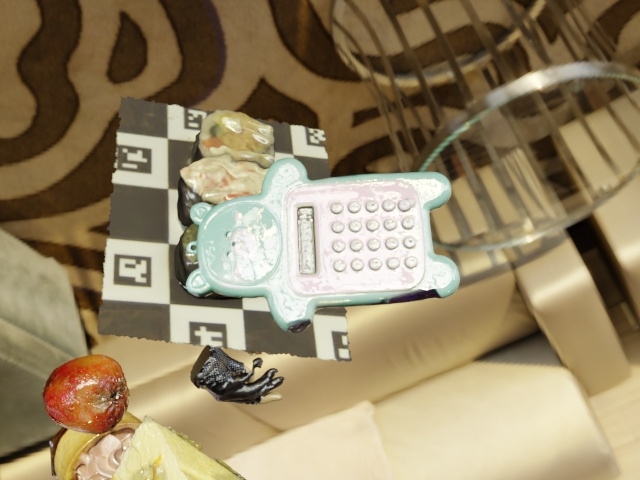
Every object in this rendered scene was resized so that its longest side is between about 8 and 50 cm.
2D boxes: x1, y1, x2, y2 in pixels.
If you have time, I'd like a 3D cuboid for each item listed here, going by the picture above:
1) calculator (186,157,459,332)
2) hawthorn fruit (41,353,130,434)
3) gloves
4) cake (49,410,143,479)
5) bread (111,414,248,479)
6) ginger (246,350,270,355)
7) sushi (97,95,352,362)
[{"bbox_3d":[0.000,0.000,0.463,0.141,0.094,0.019,-4,164,1],"label":"calculator"},{"bbox_3d":[-0.209,0.137,0.791,0.077,0.077,0.077,-13,148,-8],"label":"hawthorn fruit"},{"bbox_3d":[-0.157,0.278,1.721,0.181,0.106,0.129,34,152,-13],"label":"gloves"},{"bbox_3d":[-0.390,0.431,1.656,0.208,0.178,0.185,-34,124,-9],"label":"cake"},{"bbox_3d":[-0.197,0.533,1.564,0.405,0.242,0.345,22,111,-47],"label":"bread"},{"bbox_3d":[-0.089,0.192,1.811,0.214,0.059,0.133,33,93,-11],"label":"ginger"},{"bbox_3d":[-0.100,-0.054,1.075,0.296,0.373,0.100,8,142,-16],"label":"sushi"}]
